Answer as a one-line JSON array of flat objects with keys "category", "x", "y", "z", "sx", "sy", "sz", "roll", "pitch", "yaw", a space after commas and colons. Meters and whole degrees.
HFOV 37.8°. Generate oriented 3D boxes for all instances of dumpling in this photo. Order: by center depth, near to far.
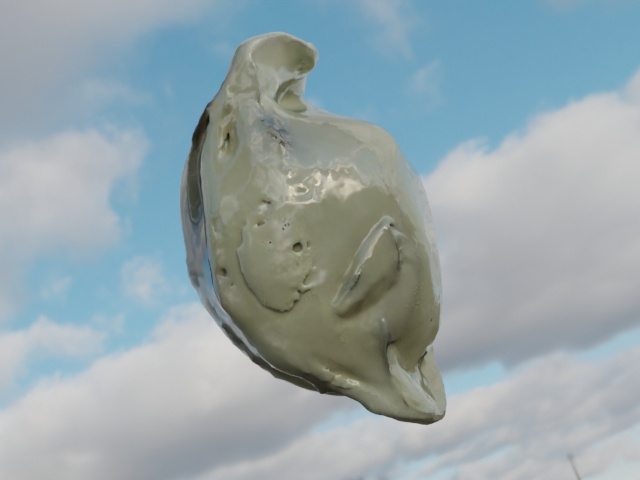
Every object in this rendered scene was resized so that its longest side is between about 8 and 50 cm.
[{"category": "dumpling", "x": 0.000, "y": 0.000, "z": 0.763, "sx": 0.187, "sy": 0.318, "sz": 0.243, "roll": -23, "pitch": 0, "yaw": 12}]
